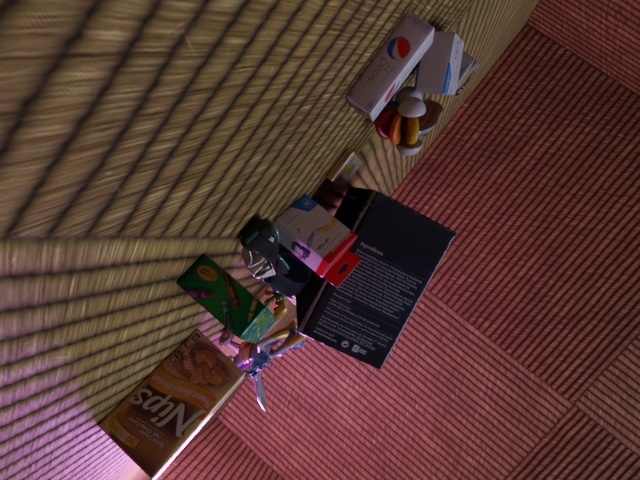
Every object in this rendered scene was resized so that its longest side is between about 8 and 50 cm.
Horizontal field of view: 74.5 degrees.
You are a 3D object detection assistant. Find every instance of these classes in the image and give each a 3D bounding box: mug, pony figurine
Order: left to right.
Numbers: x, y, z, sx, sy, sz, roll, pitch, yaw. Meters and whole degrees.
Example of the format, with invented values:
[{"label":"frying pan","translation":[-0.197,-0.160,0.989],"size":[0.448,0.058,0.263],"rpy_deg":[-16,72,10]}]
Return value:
[{"label":"pony figurine","translation":[-0.231,0.421,1.546],"size":[0.363,0.303,0.351],"rpy_deg":[-35,149,-10]},{"label":"mug","translation":[-0.121,0.115,1.391],"size":[0.097,0.158,0.129],"rpy_deg":[-54,-164,35]}]

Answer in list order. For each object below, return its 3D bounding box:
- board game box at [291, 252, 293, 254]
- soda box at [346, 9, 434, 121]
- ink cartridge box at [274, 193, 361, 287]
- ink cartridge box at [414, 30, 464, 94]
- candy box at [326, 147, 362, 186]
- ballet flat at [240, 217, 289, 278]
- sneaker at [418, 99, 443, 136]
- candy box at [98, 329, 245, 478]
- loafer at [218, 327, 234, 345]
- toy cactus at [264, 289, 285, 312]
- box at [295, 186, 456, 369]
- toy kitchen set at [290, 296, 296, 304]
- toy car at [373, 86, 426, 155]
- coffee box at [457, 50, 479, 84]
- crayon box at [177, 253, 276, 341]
[{"label":"board game box","translation":[-0.099,0.061,1.571],"size":[0.090,0.020,0.090],"rpy_deg":[-43,169,-43]},{"label":"soda box","translation":[0.150,-0.369,0.907],"size":[0.216,0.069,0.074],"rpy_deg":[-52,171,8]},{"label":"ink cartridge box","translation":[0.000,0.000,1.120],"size":[0.134,0.231,0.078],"rpy_deg":[-45,170,-37]},{"label":"ink cartridge box","translation":[0.328,-0.478,1.150],"size":[0.203,0.086,0.148],"rpy_deg":[-36,135,-61]},{"label":"candy box","translation":[0.078,-0.219,1.296],"size":[0.105,0.027,0.206],"rpy_deg":[-50,171,9]},{"label":"ballet flat","translation":[-0.144,0.034,1.033],"size":[0.096,0.095,0.280],"rpy_deg":[-39,158,-14]},{"label":"sneaker","translation":[0.413,-0.470,1.728],"size":[0.302,0.108,0.121],"rpy_deg":[-45,165,-43]},{"label":"candy box","translation":[-0.368,0.411,1.083],"size":[0.316,0.183,0.087],"rpy_deg":[-46,169,-33]},{"label":"loafer","translation":[-0.309,0.306,1.454],"size":[0.125,0.045,0.039],"rpy_deg":[-51,158,-41]},{"label":"toy cactus","translation":[-0.140,0.167,1.579],"size":[0.219,0.112,0.180],"rpy_deg":[-55,-179,33]},{"label":"box","translation":[0.145,0.088,1.435],"size":[0.472,0.297,0.480],"rpy_deg":[-64,-172,6]},{"label":"toy kitchen set","translation":[-0.094,0.222,2.078],"size":[0.166,0.122,0.207],"rpy_deg":[-49,-169,-16]},{"label":"toy car","translation":[0.219,-0.335,1.189],"size":[0.182,0.136,0.159],"rpy_deg":[-85,172,-50]},{"label":"coffee box","translation":[0.499,-0.623,1.557],"size":[0.141,0.098,0.246],"rpy_deg":[-56,170,27]},{"label":"crayon box","translation":[-0.192,0.140,0.928],"size":[0.081,0.165,0.278],"rpy_deg":[-49,171,-13]}]
